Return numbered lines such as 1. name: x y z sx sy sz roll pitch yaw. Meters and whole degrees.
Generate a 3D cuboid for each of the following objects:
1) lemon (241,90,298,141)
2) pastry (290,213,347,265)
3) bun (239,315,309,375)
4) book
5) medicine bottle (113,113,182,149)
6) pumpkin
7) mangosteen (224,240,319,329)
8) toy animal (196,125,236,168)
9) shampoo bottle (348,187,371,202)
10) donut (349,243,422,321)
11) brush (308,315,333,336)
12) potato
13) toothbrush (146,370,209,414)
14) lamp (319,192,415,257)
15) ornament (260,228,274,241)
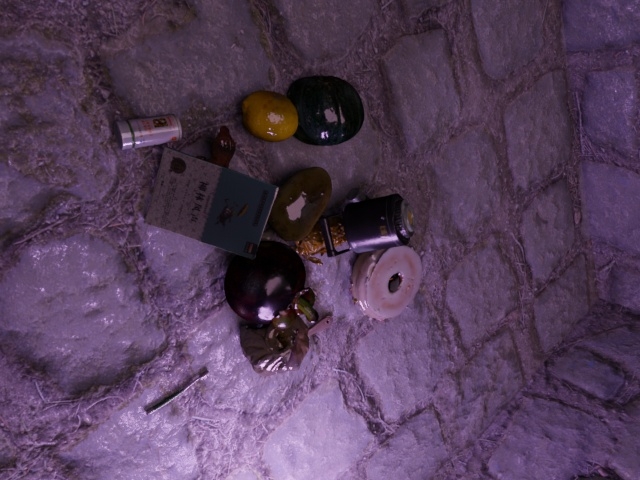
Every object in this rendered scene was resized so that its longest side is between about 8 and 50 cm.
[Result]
1. lemon: -0.174 -0.423 1.685 0.207 0.170 0.170 5 100 -29
2. pastry: 0.000 0.000 1.966 0.250 0.102 0.154 -29 119 -29
3. bun: -0.160 0.387 1.869 0.282 0.205 0.281 1 86 -20
4. book: -0.351 -0.115 1.580 0.379 0.031 0.264 18 104 -5
5. medicine bottle: -0.525 -0.333 1.504 0.183 0.086 0.086 -18 113 -32
6. pumpkin: 0.037 -0.476 1.802 0.293 0.197 0.263 -12 107 -35
7. mangosteen: -0.169 0.168 1.737 0.306 0.359 0.306 -37 150 -27
8. toy animal: -0.343 -0.221 1.623 0.097 0.157 0.312 1 101 -35
9. shampoo bottle: 0.201 -0.145 2.098 0.204 0.065 0.065 36 81 -37
10. donut: 0.288 0.167 2.195 0.383 0.142 0.382 -11 110 -32
11. brush: -0.061 0.406 2.064 0.313 0.067 0.072 -24 115 -31
12. potato: -0.078 -0.144 1.826 0.307 0.173 0.210 -52 124 -15
13. toothbrush: -0.519 0.559 1.804 0.257 0.018 0.024 -30 125 -26
14. lamp: 0.222 -0.065 1.901 0.374 0.272 0.205 -19 97 -43
15. ornament: -0.249 -0.016 1.798 0.156 0.081 0.074 11 92 -41
